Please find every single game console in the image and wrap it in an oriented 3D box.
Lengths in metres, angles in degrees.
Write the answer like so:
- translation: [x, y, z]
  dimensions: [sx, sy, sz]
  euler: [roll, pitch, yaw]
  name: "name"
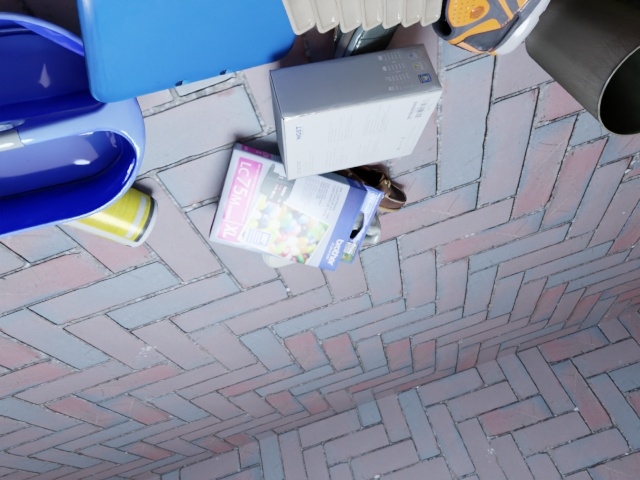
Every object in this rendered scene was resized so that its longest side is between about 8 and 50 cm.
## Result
- translation: [-0.143, -0.321, 0.434]
  dimensions: [0.293, 0.173, 0.250]
  euler: [-31, 113, -33]
  name: "game console"

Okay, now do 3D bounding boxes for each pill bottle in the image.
- translation: [-0.389, -0.063, 0.694]
  dimensions: [0.103, 0.103, 0.184]
  euler: [-39, 137, 24]
  name: "pill bottle"

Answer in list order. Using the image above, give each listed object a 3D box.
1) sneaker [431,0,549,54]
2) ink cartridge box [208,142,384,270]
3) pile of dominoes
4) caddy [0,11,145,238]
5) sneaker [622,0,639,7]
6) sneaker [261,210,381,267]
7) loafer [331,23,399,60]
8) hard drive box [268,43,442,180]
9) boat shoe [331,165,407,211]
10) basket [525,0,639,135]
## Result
- translation: [0.259, -0.405, 0.525]
  dimensions: [0.180, 0.124, 0.321]
  euler: [0, 140, -22]
  name: "sneaker"
- translation: [-0.039, -0.051, 0.781]
  dimensions: [0.311, 0.065, 0.185]
  euler: [14, 112, -18]
  name: "ink cartridge box"
- translation: [0.063, -0.339, 0.449]
  dimensions: [0.251, 0.040, 0.196]
  euler: [-16, 152, -20]
  name: "pile of dominoes"
- translation: [-0.396, -0.131, 0.484]
  dimensions: [0.341, 0.179, 0.241]
  euler: [-18, 122, -17]
  name: "caddy"
- translation: [0.623, -0.489, 0.566]
  dimensions: [0.147, 0.145, 0.384]
  euler: [-1, 146, -40]
  name: "sneaker"
- translation: [0.000, 0.000, 0.913]
  dimensions: [0.292, 0.118, 0.110]
  euler: [-24, 143, 9]
  name: "sneaker"
- translation: [0.077, -0.356, 0.571]
  dimensions: [0.096, 0.084, 0.267]
  euler: [-27, 158, -43]
  name: "loafer"
- translation: [0.046, -0.195, 0.638]
  dimensions: [0.232, 0.089, 0.181]
  euler: [-13, 162, -7]
  name: "hard drive box"
- translation: [0.111, -0.117, 0.851]
  dimensions: [0.207, 0.073, 0.073]
  euler: [11, 134, -32]
  name: "boat shoe"
- translation: [0.455, -0.302, 0.647]
  dimensions: [0.204, 0.227, 0.154]
  euler: [14, 131, -32]
  name: "basket"
